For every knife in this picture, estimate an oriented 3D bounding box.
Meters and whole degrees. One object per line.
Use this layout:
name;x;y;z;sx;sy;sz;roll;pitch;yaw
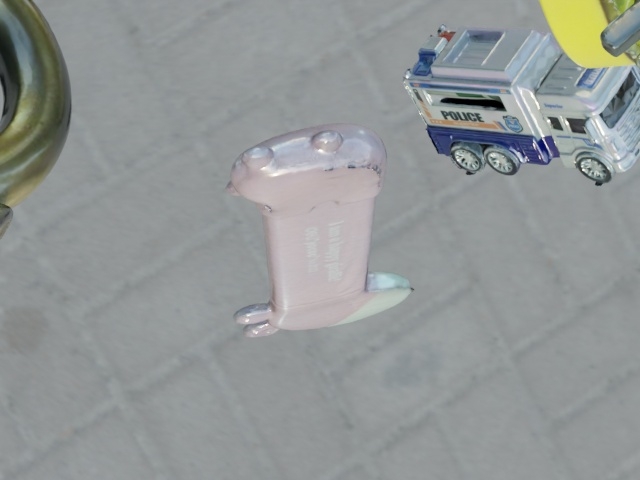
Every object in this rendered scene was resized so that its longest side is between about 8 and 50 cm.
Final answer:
knife;0.000;-0.001;1.080;0.132;0.398;0.038;-15;75;-4

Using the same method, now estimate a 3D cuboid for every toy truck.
toy truck;0.240;-0.163;1.915;0.124;0.268;0.155;-54;131;-27

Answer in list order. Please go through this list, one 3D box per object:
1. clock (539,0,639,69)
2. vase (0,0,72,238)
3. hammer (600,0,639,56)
clock;0.149;-0.243;0.987;0.277;0.071;0.293;40;49;-59
vase;-0.275;-0.065;0.944;0.302;0.241;0.329;52;50;1
hammer;0.220;-0.055;0.780;0.062;0.199;0.013;-40;153;-10
